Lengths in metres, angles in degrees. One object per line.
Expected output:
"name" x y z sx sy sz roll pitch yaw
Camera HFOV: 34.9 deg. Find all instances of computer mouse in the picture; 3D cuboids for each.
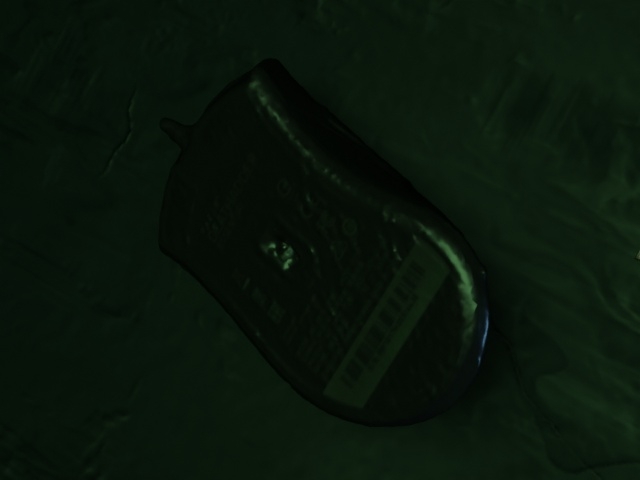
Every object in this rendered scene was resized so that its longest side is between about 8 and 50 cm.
"computer mouse" 0.000 0.000 0.622 0.264 0.088 0.147 43 114 20

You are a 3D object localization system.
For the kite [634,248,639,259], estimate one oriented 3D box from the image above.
"kite" 0.247 -0.007 0.575 0.137 0.005 0.152 -19 76 19
